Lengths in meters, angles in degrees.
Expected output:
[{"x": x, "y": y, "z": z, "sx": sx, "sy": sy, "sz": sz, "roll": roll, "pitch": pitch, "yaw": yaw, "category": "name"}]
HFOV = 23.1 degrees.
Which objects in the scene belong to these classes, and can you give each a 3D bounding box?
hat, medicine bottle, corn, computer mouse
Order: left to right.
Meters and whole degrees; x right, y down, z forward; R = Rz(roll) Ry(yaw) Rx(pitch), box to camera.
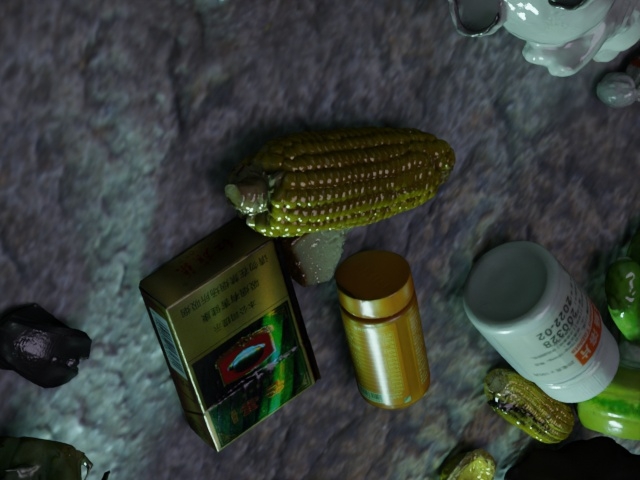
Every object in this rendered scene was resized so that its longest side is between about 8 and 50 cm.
[{"x": -0.290, "y": 0.117, "z": 1.651, "sx": 0.135, "sy": 0.047, "sz": 0.079, "roll": 30, "pitch": 94, "yaw": -50, "category": "computer mouse"}, {"x": 0.024, "y": -0.071, "z": 1.769, "sx": 0.322, "sy": 0.119, "sz": 0.119, "roll": -13, "pitch": 123, "yaw": -44, "category": "corn"}, {"x": 0.078, "y": 0.113, "z": 1.942, "sx": 0.096, "sy": 0.096, "sz": 0.191, "roll": -33, "pitch": 133, "yaw": -23, "category": "medicine bottle"}, {"x": 0.297, "y": 0.236, "z": 2.238, "sx": 0.072, "sy": 0.072, "sz": 0.203, "roll": -55, "pitch": 137, "yaw": 0, "category": "corn"}, {"x": 0.301, "y": 0.115, "z": 2.111, "sx": 0.144, "sy": 0.144, "sz": 0.252, "roll": -49, "pitch": 138, "yaw": -7, "category": "medicine bottle"}, {"x": 0.441, "y": -0.217, "z": 2.079, "sx": 0.162, "sy": 0.112, "sz": 0.093, "roll": -32, "pitch": 106, "yaw": -10, "category": "hat"}]

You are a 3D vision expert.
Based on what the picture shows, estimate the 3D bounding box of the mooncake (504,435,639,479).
[{"x": 0.389, "y": 0.405, "z": 2.271, "sx": 0.283, "sy": 0.283, "sz": 0.141, "roll": -33, "pitch": 133, "yaw": -23, "category": "mooncake"}]

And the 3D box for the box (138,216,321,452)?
[{"x": -0.101, "y": 0.108, "z": 1.797, "sx": 0.159, "sy": 0.071, "sz": 0.240, "roll": -36, "pitch": 134, "yaw": -23, "category": "box"}]

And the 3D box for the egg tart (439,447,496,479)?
[{"x": 0.204, "y": 0.338, "z": 2.236, "sx": 0.105, "sy": 0.039, "sz": 0.105, "roll": -22, "pitch": 128, "yaw": -31, "category": "egg tart"}]

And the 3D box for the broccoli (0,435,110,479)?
[{"x": -0.307, "y": 0.351, "z": 1.636, "sx": 0.304, "sy": 0.321, "sz": 0.283, "roll": 46, "pitch": 50, "yaw": -57, "category": "broccoli"}]

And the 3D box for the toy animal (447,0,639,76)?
[{"x": 0.291, "y": -0.319, "z": 1.826, "sx": 0.357, "sy": 0.194, "sz": 0.257, "roll": -8, "pitch": 97, "yaw": -57, "category": "toy animal"}]

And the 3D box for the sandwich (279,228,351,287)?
[{"x": 0.000, "y": 0.000, "z": 1.846, "sx": 0.105, "sy": 0.036, "sz": 0.093, "roll": -41, "pitch": 135, "yaw": -17, "category": "sandwich"}]

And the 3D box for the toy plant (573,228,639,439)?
[{"x": 0.472, "y": 0.124, "z": 2.279, "sx": 0.224, "sy": 0.184, "sz": 0.315, "roll": 3, "pitch": 97, "yaw": -48, "category": "toy plant"}]
